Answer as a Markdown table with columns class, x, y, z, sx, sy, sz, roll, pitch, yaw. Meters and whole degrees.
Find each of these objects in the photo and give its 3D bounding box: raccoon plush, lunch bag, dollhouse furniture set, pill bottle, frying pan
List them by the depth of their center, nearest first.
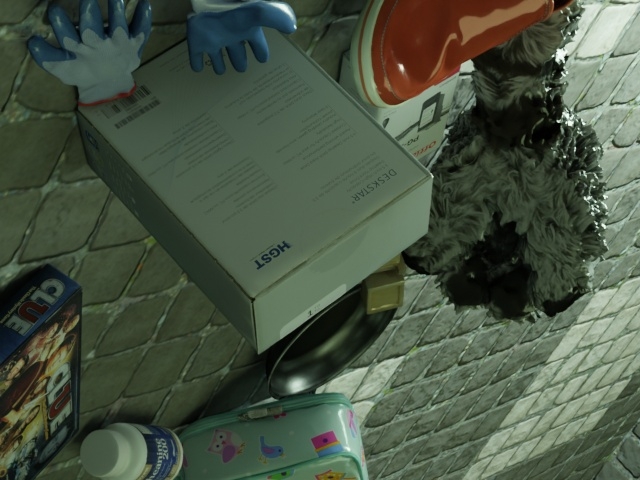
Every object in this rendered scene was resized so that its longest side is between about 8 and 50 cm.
| class | x | y | z | sx | sy | sz | roll | pitch | yaw |
| --- | --- | --- | --- | --- | --- | --- | --- | --- | --- |
| dollhouse furniture set | 0.000 | 0.000 | 1.633 | 0.161 | 0.101 | 0.182 | -12 | 149 | -8 |
| pill bottle | -0.204 | 0.229 | 1.671 | 0.067 | 0.067 | 0.120 | -49 | 155 | 11 |
| raccoon plush | 0.256 | -0.105 | 1.715 | 0.446 | 0.216 | 0.299 | -68 | 170 | 23 |
| lunch bag | -0.056 | 0.283 | 1.866 | 0.224 | 0.108 | 0.279 | -11 | 149 | 1 |
| frying pan | 0.011 | 0.141 | 1.879 | 0.197 | 0.053 | 0.326 | -34 | 156 | -17 |

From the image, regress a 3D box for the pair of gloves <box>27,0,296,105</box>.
| class | x | y | z | sx | sy | sz | roll | pitch | yaw |
| --- | --- | --- | --- | --- | --- | --- | --- | --- | --- |
| pair of gloves | -0.115 | -0.154 | 1.166 | 0.198 | 0.023 | 0.159 | -15 | 163 | -4 |

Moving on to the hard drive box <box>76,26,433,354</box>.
| class | x | y | z | sx | sy | sz | roll | pitch | yaw |
| --- | --- | --- | --- | --- | --- | --- | --- | --- | --- |
| hard drive box | -0.053 | -0.056 | 1.251 | 0.181 | 0.232 | 0.089 | -34 | 154 | -19 |

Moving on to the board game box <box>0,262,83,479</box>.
| class | x | y | z | sx | sy | sz | roll | pitch | yaw |
| --- | --- | --- | --- | --- | --- | --- | --- | --- | --- |
| board game box | -0.282 | 0.153 | 1.407 | 0.165 | 0.042 | 0.243 | -49 | 162 | -35 |

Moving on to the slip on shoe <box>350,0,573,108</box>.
| class | x | y | z | sx | sy | sz | roll | pitch | yaw |
| --- | --- | --- | --- | --- | --- | --- | --- | --- | --- |
| slip on shoe | 0.158 | -0.231 | 1.411 | 0.331 | 0.101 | 0.123 | -37 | 126 | -21 |

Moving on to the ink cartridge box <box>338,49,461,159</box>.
| class | x | y | z | sx | sy | sz | roll | pitch | yaw |
| --- | --- | --- | --- | --- | --- | --- | --- | --- | --- |
| ink cartridge box | 0.072 | -0.134 | 1.521 | 0.109 | 0.063 | 0.150 | -31 | 152 | -26 |
